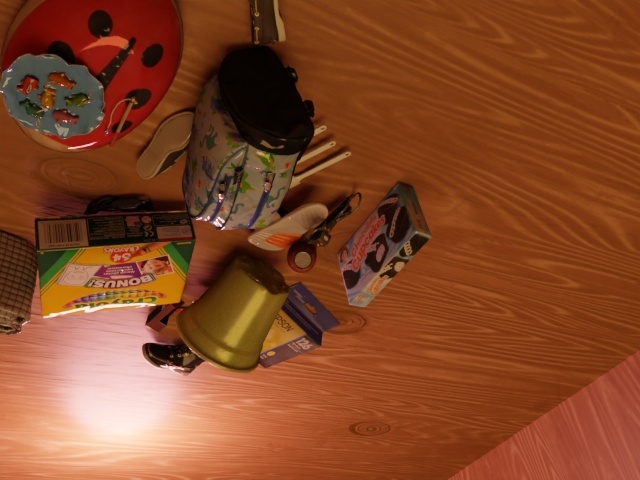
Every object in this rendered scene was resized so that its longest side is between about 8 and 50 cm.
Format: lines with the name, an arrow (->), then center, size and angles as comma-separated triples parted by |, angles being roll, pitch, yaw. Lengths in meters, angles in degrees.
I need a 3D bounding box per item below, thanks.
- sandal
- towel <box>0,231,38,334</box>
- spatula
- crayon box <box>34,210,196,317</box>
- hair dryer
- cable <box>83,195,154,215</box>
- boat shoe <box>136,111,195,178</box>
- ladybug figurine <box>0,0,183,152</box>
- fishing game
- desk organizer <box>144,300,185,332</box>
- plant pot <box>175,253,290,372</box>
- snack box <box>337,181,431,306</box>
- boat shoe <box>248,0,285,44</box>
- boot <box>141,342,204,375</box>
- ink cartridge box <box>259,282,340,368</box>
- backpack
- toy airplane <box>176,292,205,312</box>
sandal -> -0.081, -0.053, 1.697 | 0.265, 0.076, 0.102 | -27, 136, 34
towel -> -0.844, 0.087, 1.548 | 0.283, 0.235, 0.121 | 25, 131, -36
spatula -> -0.059, -0.193, 1.570 | 0.242, 0.019, 0.168 | -24, 144, 20
crayon box -> -0.525, 0.063, 1.636 | 0.363, 0.106, 0.313 | -4, 146, -23
hair dryer -> 0.000, 0.000, 1.724 | 0.080, 0.223, 0.293 | 50, 141, -6
cable -> -0.511, -0.052, 1.624 | 0.184, 0.047, 0.150 | -10, 145, -10
boat shoe -> -0.342, -0.222, 1.471 | 0.206, 0.075, 0.065 | -41, 175, 23
ladybug figurine -> -0.439, -0.326, 1.229 | 0.305, 0.162, 0.449 | 24, 128, -35
fishing game -> -0.479, -0.251, 1.151 | 0.264, 0.041, 0.189 | 17, 134, -29
desk organizer -> -0.469, 0.222, 1.933 | 0.050, 0.047, 0.130 | 37, 121, -25
plant pot -> -0.225, 0.189, 1.814 | 0.276, 0.276, 0.254 | 24, 109, -35
snack box -> 0.166, 0.016, 1.761 | 0.060, 0.187, 0.322 | 15, 132, -28
boat shoe -> -0.118, -0.468, 1.210 | 0.068, 0.081, 0.228 | -15, 142, -3
boot -> -0.441, 0.352, 2.073 | 0.178, 0.085, 0.236 | -30, 143, 16
ink cartridge box -> -0.127, 0.290, 2.096 | 0.307, 0.072, 0.303 | -23, 138, 15
backpack -> -0.168, -0.180, 1.373 | 0.273, 0.290, 0.355 | -14, 148, -16
toy airplane -> -0.372, 0.215, 1.973 | 0.151, 0.028, 0.151 | -7, 139, -6
